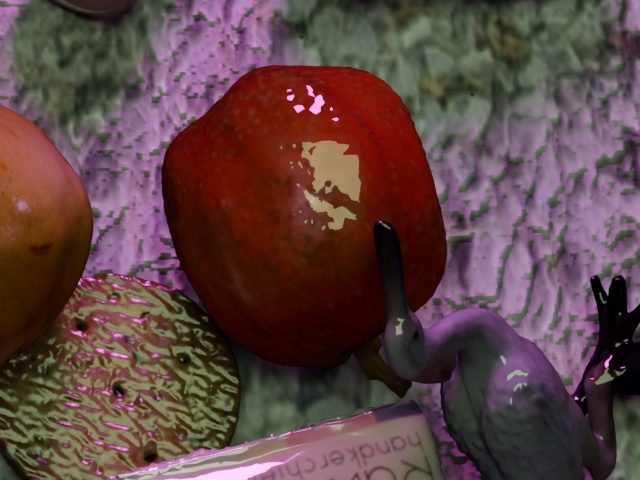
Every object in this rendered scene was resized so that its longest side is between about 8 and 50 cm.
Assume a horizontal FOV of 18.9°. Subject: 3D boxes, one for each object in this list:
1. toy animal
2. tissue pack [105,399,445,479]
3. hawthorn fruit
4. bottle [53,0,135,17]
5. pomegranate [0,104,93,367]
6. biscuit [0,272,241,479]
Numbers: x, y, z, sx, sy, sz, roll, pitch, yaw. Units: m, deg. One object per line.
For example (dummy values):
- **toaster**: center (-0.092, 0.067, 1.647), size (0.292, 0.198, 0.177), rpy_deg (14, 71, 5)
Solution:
- **toy animal**: center (0.133, 0.107, 1.375), size (0.324, 0.090, 0.195), rpy_deg (12, 80, -43)
- **tissue pack**: center (-0.001, 0.297, 1.297), size (0.242, 0.125, 0.343), rpy_deg (-12, 73, -17)
- **hawthorn fruit**: center (0.000, 0.000, 1.385), size (0.205, 0.205, 0.253), rpy_deg (-20, 68, -15)
- **bottle**: center (-0.150, -0.298, 1.536), size (0.110, 0.110, 0.233), rpy_deg (25, 67, 2)
- **pomegranate**: center (-0.278, -0.001, 1.336), size (0.233, 0.233, 0.233), rpy_deg (3, 68, -7)
- **biscuit**: center (-0.151, 0.114, 1.413), size (0.188, 0.027, 0.187), rpy_deg (3, 67, -8)
